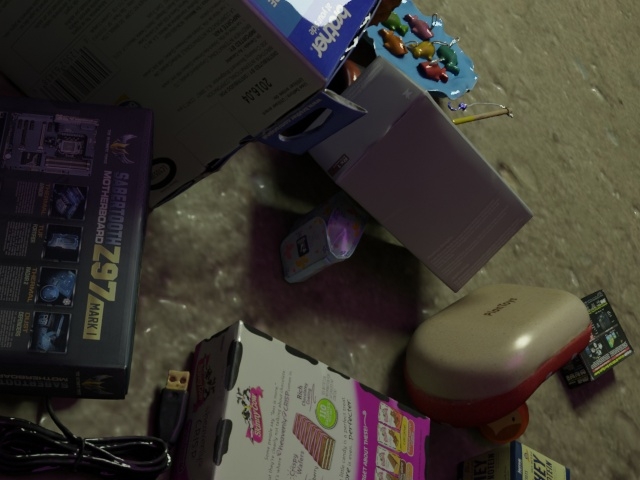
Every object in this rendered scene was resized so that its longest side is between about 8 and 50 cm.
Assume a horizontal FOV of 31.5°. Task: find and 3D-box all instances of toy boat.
[{"bbox_3d":[0.188,0.144,1.198,0.231,0.151,0.151,-24,113,-49],"label":"toy boat"}]

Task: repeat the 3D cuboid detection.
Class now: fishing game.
[{"bbox_3d":[0.119,-0.246,1.377,0.189,0.041,0.264,-11,59,-47],"label":"fishing game"}]

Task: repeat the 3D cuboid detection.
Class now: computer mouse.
[{"bbox_3d":[-0.174,0.069,0.917,0.184,0.060,0.262,23,52,-34],"label":"computer mouse"}]

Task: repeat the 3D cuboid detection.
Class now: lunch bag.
[{"bbox_3d":[0.000,0.000,1.125,0.053,0.071,0.083,43,44,-19],"label":"lunch bag"}]

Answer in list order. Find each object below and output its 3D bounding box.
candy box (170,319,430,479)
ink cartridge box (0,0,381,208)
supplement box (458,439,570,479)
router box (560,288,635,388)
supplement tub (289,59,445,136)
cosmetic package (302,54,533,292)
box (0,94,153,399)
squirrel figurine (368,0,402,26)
[{"bbox_3d":[-0.011,0.193,0.995,0.233,0.071,0.159,31,48,-29],"label":"candy box"},{"bbox_3d":[-0.140,-0.202,0.955,0.395,0.270,0.151,45,47,-16],"label":"ink cartridge box"},{"bbox_3d":[0.197,0.255,1.156,0.083,0.083,0.056,30,47,-27],"label":"supplement box"},{"bbox_3d":[0.331,0.121,1.408,0.122,0.038,0.092,-18,79,-48],"label":"router box"},{"bbox_3d":[0.069,-0.122,1.243,0.198,0.106,0.106,19,54,-37],"label":"supplement tub"},{"bbox_3d":[0.102,-0.064,1.166,0.238,0.127,0.107,43,5,-39],"label":"cosmetic package"},{"bbox_3d":[-0.224,-0.001,0.848,0.183,0.059,0.233,4,59,-7],"label":"box"},{"bbox_3d":[-0.083,-0.348,1.114,0.370,0.281,0.397,-22,81,-43],"label":"squirrel figurine"}]
